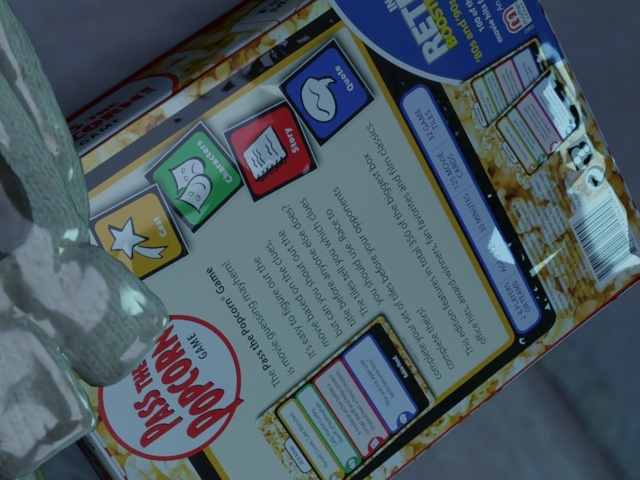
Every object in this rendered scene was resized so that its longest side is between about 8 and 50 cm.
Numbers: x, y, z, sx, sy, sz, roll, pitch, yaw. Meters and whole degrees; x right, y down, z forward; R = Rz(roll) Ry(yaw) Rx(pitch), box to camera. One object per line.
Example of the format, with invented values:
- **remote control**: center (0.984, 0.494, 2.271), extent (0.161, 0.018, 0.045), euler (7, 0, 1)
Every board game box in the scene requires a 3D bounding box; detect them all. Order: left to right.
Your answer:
- **board game box**: center (0.000, 0.000, 0.472), extent (0.193, 0.045, 0.146), euler (-36, 112, -17)

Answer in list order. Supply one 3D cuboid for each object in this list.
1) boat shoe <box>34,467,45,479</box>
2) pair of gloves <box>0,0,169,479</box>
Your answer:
- **boat shoe**: center (-0.116, 0.049, 0.389), extent (0.089, 0.104, 0.285), euler (-31, 107, -23)
- **pair of gloves**: center (-0.168, 0.014, 0.301), extent (0.240, 0.042, 0.204), euler (-43, 103, -8)
